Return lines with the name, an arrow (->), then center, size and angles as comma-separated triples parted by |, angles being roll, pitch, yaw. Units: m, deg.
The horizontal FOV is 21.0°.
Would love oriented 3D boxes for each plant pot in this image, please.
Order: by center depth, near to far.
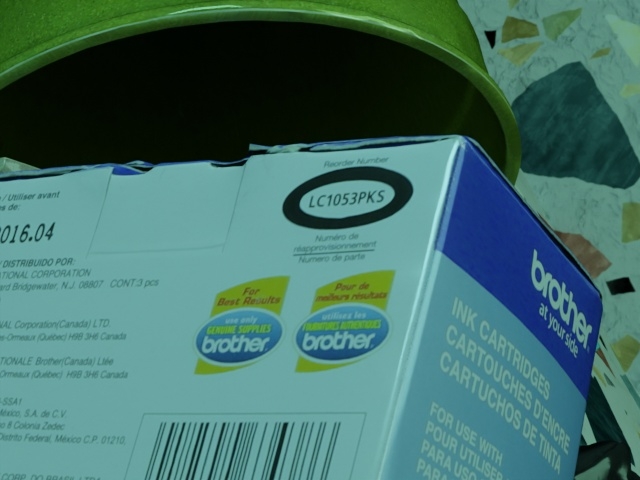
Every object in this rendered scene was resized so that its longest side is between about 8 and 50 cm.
plant pot -> -0.085, -0.171, 1.117 | 0.366, 0.366, 0.353 | 38, 36, -51

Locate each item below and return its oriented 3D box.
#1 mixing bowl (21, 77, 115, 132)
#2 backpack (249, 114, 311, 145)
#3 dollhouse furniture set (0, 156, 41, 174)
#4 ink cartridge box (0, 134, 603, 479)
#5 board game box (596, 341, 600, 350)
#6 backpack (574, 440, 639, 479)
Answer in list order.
mixing bowl -> -0.194, -0.151, 1.286 | 0.181, 0.098, 0.181 | 17, 64, -38
backpack -> 0.000, 0.000, 1.296 | 0.115, 0.182, 0.152 | -15, 42, -44
dollhouse furniture set -> -0.149, 0.096, 0.921 | 0.242, 0.161, 0.212 | 21, 68, -47
ink cartridge box -> -0.050, 0.113, 0.691 | 0.151, 0.270, 0.395 | 43, 53, -47
board game box -> 0.070, 0.137, 1.323 | 0.079, 0.254, 0.336 | 59, 16, 3
backpack -> 0.238, 0.348, 1.433 | 0.273, 0.290, 0.355 | -14, 83, -29
